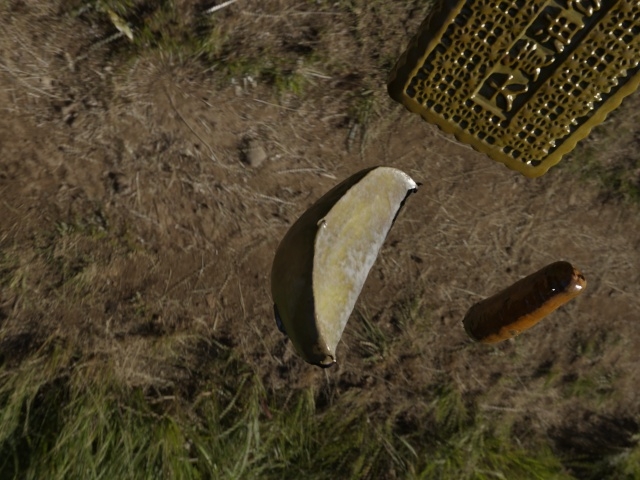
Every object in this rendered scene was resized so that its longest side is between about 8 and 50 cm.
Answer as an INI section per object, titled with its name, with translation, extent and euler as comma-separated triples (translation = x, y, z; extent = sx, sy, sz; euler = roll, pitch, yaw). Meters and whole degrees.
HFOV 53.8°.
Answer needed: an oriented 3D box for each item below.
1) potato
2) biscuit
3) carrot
[potato]
translation = 0.000, -0.003, 0.667
extent = 0.100, 0.120, 0.261
euler = 55, 48, -33
[biscuit]
translation = 0.180, -0.164, 0.474
extent = 0.172, 0.029, 0.254
euler = 28, 134, -9
[carrot]
translation = 0.238, 0.078, 0.749
extent = 0.060, 0.186, 0.060
euler = 12, 60, -22
